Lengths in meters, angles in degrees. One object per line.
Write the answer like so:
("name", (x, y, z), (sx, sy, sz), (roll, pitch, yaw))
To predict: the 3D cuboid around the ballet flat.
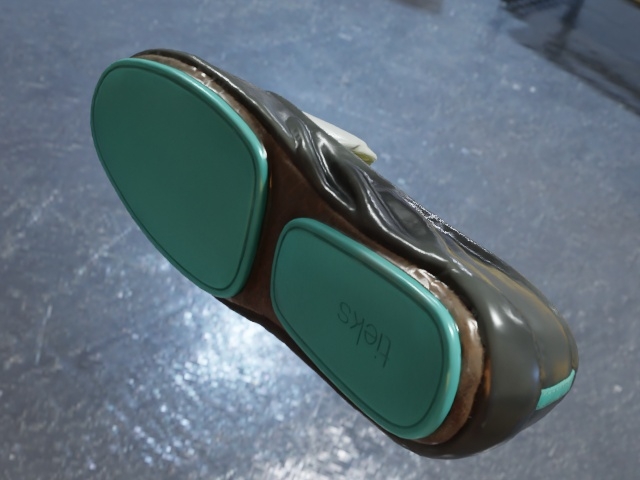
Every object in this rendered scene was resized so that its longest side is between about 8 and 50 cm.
("ballet flat", (0.000, 0.000, 0.514), (0.096, 0.095, 0.280), (-1, 31, -40))
